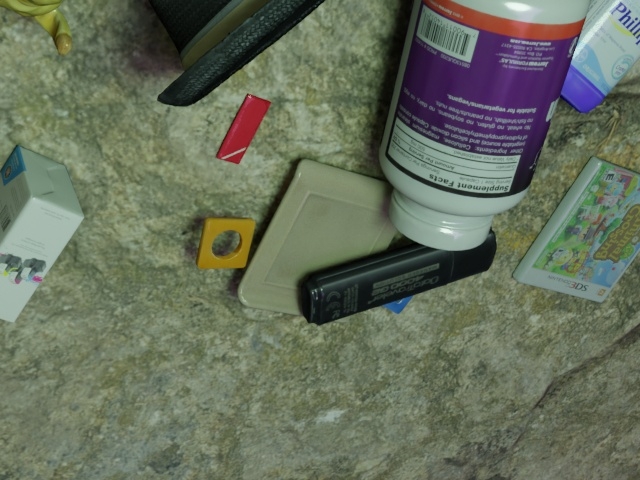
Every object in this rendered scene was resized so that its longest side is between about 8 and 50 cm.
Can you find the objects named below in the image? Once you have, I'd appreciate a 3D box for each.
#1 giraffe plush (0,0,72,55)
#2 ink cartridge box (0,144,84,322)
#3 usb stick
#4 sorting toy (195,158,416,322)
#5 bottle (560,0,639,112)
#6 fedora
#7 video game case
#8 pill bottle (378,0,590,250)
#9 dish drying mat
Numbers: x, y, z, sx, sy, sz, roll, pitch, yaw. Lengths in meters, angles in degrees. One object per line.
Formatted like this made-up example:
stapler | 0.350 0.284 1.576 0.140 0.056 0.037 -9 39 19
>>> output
giraffe plush | -0.302 -0.248 0.790 0.170 0.181 0.210 -5 162 -11
ink cartridge box | -0.324 0.007 0.984 0.061 0.104 0.181 25 111 -38
usb stick | 0.105 0.041 1.214 0.278 0.045 0.077 -17 132 -23
sorting toy | 0.000 0.000 1.185 0.347 0.047 0.196 13 111 -37
bottle | 0.366 -0.288 1.122 0.118 0.092 0.283 29 108 -38
fedora | -0.051 -0.273 0.855 0.334 0.334 0.152 -38 99 4
video game case | 0.408 -0.010 1.401 0.193 0.023 0.212 14 117 -34
pill bottle | 0.169 -0.155 1.062 0.181 0.181 0.323 -5 127 -24
dish drying mat | -0.086 -0.124 1.071 0.032 0.008 0.083 15 116 -34
